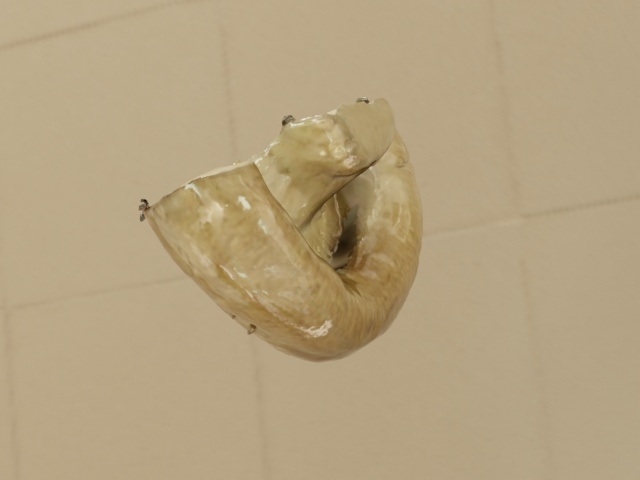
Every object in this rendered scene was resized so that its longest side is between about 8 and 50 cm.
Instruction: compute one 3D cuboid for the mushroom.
[{"bbox_3d":[0.000,0.000,1.087,0.156,0.286,0.151,-31,88,28],"label":"mushroom"}]
